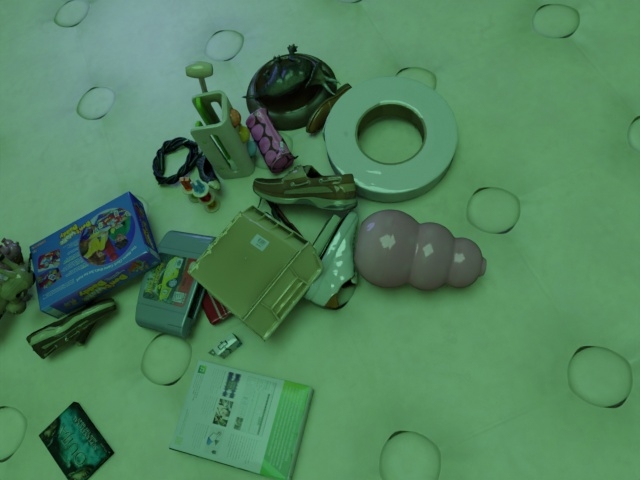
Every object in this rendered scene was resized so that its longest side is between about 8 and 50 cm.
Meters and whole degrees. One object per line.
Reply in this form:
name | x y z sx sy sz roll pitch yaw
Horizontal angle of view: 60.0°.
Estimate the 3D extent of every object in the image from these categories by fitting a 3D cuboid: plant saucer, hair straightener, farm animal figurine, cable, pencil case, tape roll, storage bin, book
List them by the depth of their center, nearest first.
storage bin | -0.169 0.074 1.454 0.262 0.123 0.260 32 78 38
book | 0.000 0.000 1.548 0.035 0.096 0.144 33 75 -7
farm animal figurine | -0.930 0.159 1.600 0.330 0.172 0.327 16 70 55
hair straightener | -0.127 -0.044 1.605 0.089 0.047 0.230 -22 61 -24
tape roll | 0.204 -0.302 1.632 0.391 0.072 0.393 -2 71 5
pencil case | -0.156 -0.313 1.709 0.095 0.098 0.209 -26 69 -15
cable | -0.474 -0.258 1.782 0.150 0.047 0.185 29 75 21
plant saucer | -0.102 -0.503 1.820 0.310 0.050 0.311 -5 65 10

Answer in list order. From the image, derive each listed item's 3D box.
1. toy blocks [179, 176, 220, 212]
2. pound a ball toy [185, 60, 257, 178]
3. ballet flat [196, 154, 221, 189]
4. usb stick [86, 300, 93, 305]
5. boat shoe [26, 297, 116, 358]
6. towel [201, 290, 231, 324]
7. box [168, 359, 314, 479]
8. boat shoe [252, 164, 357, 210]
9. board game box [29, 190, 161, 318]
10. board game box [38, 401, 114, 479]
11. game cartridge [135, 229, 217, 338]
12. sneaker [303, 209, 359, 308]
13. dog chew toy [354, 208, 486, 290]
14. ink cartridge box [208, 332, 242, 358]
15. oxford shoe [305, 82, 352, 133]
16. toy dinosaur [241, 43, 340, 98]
toy blocks | -0.374 -0.154 1.660 0.123 0.148 0.054 31 75 21
pound a ball toy | -0.282 -0.353 1.636 0.135 0.319 0.208 -8 65 7
ballet flat | -0.346 -0.212 1.712 0.049 0.057 0.173 -52 46 20
usb stick | -0.672 0.062 1.680 0.077 0.045 0.278 7 68 21
boat shoe | -0.695 0.255 1.586 0.257 0.095 0.095 -25 98 -4
towel | -0.231 0.097 1.586 0.274 0.031 0.199 -31 62 -6
box | -0.197 0.453 1.406 0.321 0.058 0.233 9 68 16
boat shoe | -0.043 -0.162 1.587 0.324 0.123 0.117 8 106 20
board game box | -0.660 0.040 1.614 0.346 0.078 0.234 -28 60 2
board game box | -0.650 0.541 1.470 0.186 0.026 0.126 40 78 24
game cartridge | -0.413 0.116 1.575 0.195 0.060 0.295 6 72 30
sneaker | 0.059 0.057 1.525 0.123 0.106 0.290 29 68 -7
dog chew toy | 0.258 0.037 1.432 0.331 0.207 0.207 11 69 6
ink cartridge box | -0.257 0.290 1.493 0.083 0.048 0.028 -39 65 -6
oxford shoe | 0.041 -0.402 1.735 0.212 0.076 0.076 -44 75 -10
toy dinosaur | -0.107 -0.511 1.727 0.313 0.121 0.160 -15 45 2
